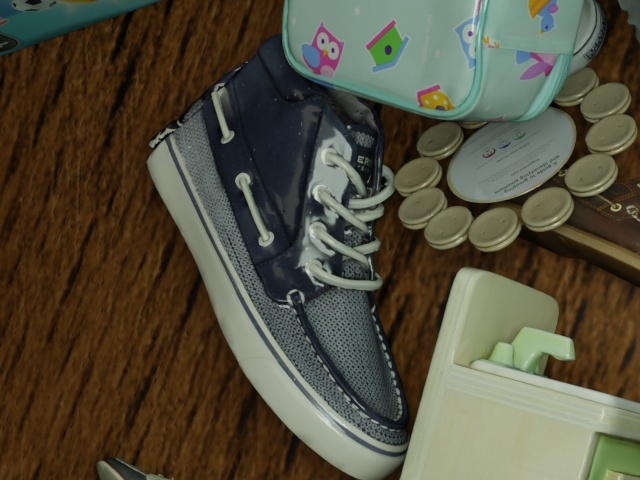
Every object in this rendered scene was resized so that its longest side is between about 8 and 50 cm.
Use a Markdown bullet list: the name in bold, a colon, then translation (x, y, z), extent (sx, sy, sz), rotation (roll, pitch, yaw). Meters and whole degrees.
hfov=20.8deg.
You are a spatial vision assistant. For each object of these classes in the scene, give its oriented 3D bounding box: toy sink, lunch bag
- **toy sink**: translation (0.149, 0.152, 1.164), extent (0.131, 0.153, 0.234), rotation (13, 86, 31)
- **lunch bag**: translation (0.079, -0.227, 1.163), extent (0.224, 0.108, 0.279), rotation (21, 105, 47)

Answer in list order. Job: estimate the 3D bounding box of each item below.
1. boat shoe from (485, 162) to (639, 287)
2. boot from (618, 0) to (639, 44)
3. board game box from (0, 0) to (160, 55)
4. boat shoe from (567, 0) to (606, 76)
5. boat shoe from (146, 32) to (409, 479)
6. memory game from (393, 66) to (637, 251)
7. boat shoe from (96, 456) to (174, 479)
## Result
- **boat shoe**: translation (0.203, -0.013, 1.199), extent (0.207, 0.073, 0.073), rotation (28, 84, 40)
- **boot**: translation (0.339, -0.354, 1.085), extent (0.445, 0.146, 0.367), rotation (-42, 59, 35)
- **board game box**: translation (-0.236, -0.247, 1.404), extent (0.336, 0.254, 0.079), rotation (-15, 74, 27)
- **boat shoe**: translation (0.077, -0.174, 1.297), extent (0.267, 0.088, 0.096), rotation (17, 85, 36)
- **boat shoe**: translation (0.000, 0.000, 1.290), extent (0.158, 0.127, 0.340), rotation (-45, 61, 23)
- **memory game**: translation (0.137, -0.059, 1.235), extent (0.186, 0.012, 0.186), rotation (-21, 36, 16)
- **boat shoe**: translation (-0.122, 0.209, 1.372), extent (0.137, 0.049, 0.043), rotation (32, 55, 33)
